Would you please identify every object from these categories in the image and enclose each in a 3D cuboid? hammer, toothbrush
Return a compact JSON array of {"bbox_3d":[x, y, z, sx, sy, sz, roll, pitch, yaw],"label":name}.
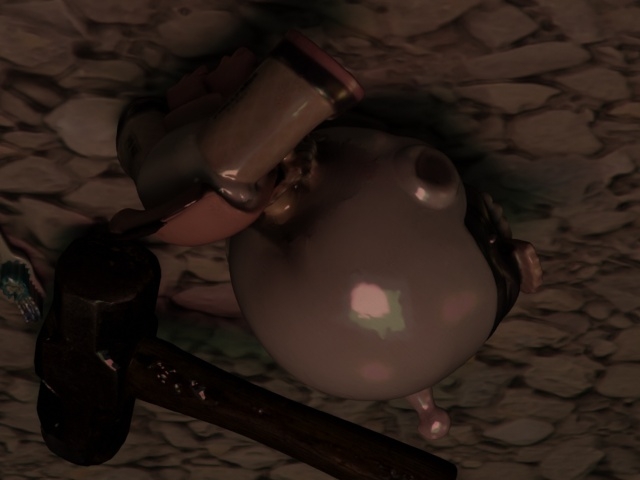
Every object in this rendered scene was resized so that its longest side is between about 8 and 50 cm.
[{"bbox_3d":[-0.069,0.154,1.601,0.409,0.095,0.242,21,134,8],"label":"hammer"},{"bbox_3d":[-0.332,-0.080,1.480,0.042,0.040,0.418,-17,130,9],"label":"toothbrush"}]

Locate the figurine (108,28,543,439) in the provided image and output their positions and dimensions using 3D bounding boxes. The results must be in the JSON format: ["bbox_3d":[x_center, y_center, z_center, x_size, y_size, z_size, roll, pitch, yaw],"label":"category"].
[{"bbox_3d":[-0.006,0.000,1.458,0.361,0.211,0.253,35,156,-34],"label":"figurine"}]
